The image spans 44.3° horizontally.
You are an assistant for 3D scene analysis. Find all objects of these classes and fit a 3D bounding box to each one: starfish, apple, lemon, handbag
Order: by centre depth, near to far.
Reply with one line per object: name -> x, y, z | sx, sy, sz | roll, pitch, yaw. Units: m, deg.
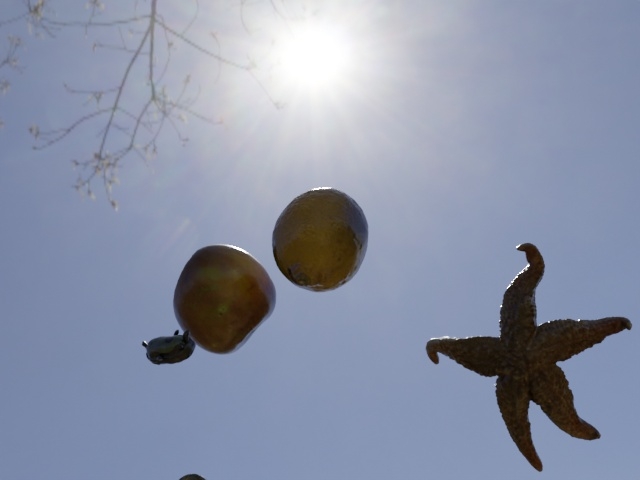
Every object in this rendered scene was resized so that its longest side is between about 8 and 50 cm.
starfish -> 0.336, 0.192, 1.305 | 0.327, 0.375, 0.094 | 9, 3, 14
handbag -> -0.279, 0.198, 1.426 | 0.111, 0.072, 0.047 | -10, -56, 34
lemon -> 0.000, 0.000, 1.521 | 0.188, 0.257, 0.188 | 7, -50, 9
apple -> -0.211, 0.121, 1.688 | 0.237, 0.207, 0.237 | -46, -7, -7

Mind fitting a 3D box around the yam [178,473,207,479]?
yam -> -0.194, 0.430, 1.294 | 0.061, 0.061, 0.253 | -12, -25, -4
